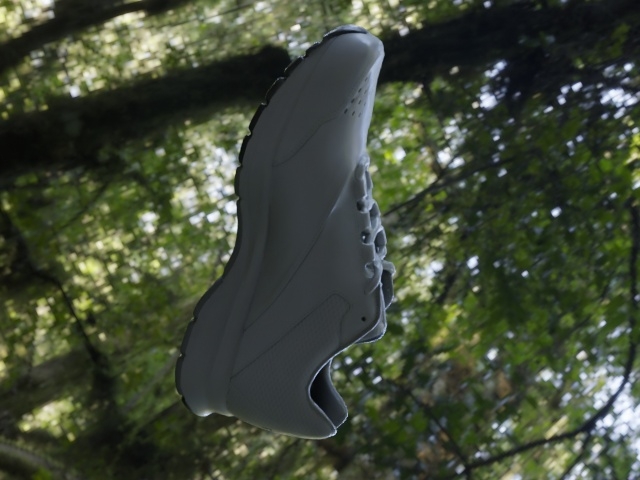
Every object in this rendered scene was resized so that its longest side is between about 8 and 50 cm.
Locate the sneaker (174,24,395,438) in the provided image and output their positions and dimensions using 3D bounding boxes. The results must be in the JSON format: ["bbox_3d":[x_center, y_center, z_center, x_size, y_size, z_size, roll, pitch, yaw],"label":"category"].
[{"bbox_3d":[0.000,0.000,0.777,0.129,0.111,0.297,20,-74,14],"label":"sneaker"}]
